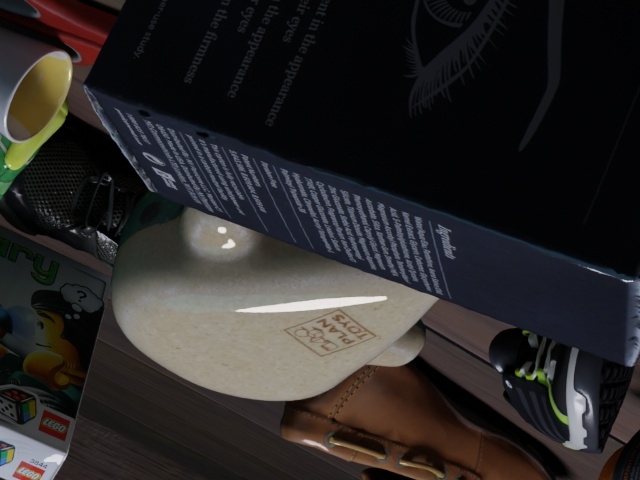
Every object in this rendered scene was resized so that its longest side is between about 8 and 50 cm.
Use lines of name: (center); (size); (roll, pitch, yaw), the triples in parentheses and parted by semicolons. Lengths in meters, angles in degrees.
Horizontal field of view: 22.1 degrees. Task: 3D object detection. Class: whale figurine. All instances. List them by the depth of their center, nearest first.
whale figurine: (0.000, 0.000, 1.006); (0.272, 0.141, 0.216); (-19, 140, 34)

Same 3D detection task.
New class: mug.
mug: (-0.192, -0.097, 0.985); (0.064, 0.062, 0.078); (30, 161, 16)

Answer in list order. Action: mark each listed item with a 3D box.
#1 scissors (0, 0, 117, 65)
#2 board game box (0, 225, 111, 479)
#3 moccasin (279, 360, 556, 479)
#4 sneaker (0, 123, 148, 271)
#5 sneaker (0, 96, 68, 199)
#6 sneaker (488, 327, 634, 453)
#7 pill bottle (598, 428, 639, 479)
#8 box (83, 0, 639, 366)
scissors: (-0.091, -0.106, 0.948); (0.297, 0.021, 0.109); (21, 163, 9)
board game box: (-0.304, 0.037, 1.137); (0.305, 0.193, 0.053); (26, 124, -15)
moccasin: (0.098, 0.212, 1.477); (0.139, 0.147, 0.380); (13, 161, 39)
sneaker: (-0.138, -0.018, 1.192); (0.130, 0.087, 0.227); (12, 164, 34)
sneaker: (-0.308, -0.095, 1.114); (0.296, 0.123, 0.109); (15, 163, 36)
sneaker: (0.156, 0.094, 1.108); (0.097, 0.084, 0.234); (22, 165, 13)
pill bottle: (0.281, 0.176, 1.102); (0.130, 0.130, 0.246); (29, 165, -14)
box: (0.046, -0.067, 0.595); (0.207, 0.153, 0.108); (21, 165, 15)
